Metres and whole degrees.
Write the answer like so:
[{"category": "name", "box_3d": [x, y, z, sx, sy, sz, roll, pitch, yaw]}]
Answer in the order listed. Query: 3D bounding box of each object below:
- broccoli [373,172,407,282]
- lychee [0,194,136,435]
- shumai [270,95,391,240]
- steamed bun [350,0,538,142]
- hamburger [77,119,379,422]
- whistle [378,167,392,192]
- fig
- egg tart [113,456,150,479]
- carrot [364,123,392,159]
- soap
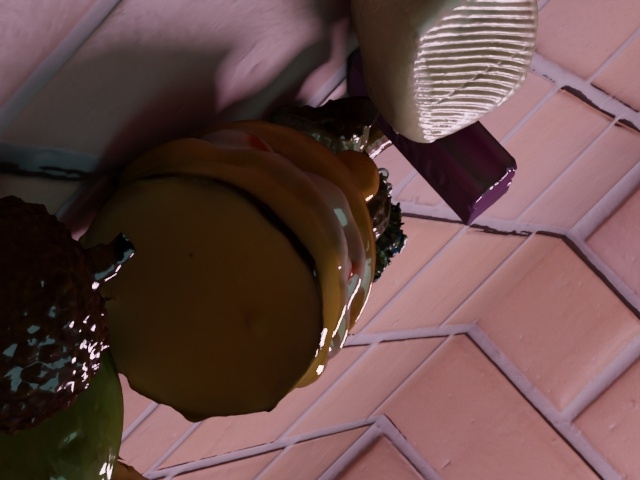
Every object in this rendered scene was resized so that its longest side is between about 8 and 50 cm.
[{"category": "broccoli", "box_3d": [0.023, -0.023, 2.154, 0.167, 0.154, 0.160, -39, 145, -13]}, {"category": "lychee", "box_3d": [-0.253, 0.060, 1.474, 0.238, 0.200, 0.200, -24, 166, 0]}, {"category": "shumai", "box_3d": [-0.009, -0.070, 1.907, 0.209, 0.161, 0.153, -84, 172, -49]}, {"category": "steamed bun", "box_3d": [0.106, -0.215, 1.781, 0.170, 0.152, 0.238, -32, 149, -14]}, {"category": "hamburger", "box_3d": [-0.072, 0.010, 1.743, 0.276, 0.276, 0.237, -53, 178, 35]}, {"category": "whistle", "box_3d": [0.000, 0.000, 2.278, 0.236, 0.077, 0.114, -36, 156, -18]}, {"category": "fig", "box_3d": [-0.277, 0.160, 1.647, 0.207, 0.230, 0.207, -6, 141, -5]}, {"category": "egg tart", "box_3d": [-0.261, 0.325, 2.055, 0.297, 0.297, 0.132, -28, 162, -48]}, {"category": "carrot", "box_3d": [0.034, -0.105, 2.056, 0.260, 0.070, 0.070, -40, 166, -13]}, {"category": "soap", "box_3d": [0.116, -0.118, 1.964, 0.065, 0.203, 0.122, -39, 168, -9]}]
